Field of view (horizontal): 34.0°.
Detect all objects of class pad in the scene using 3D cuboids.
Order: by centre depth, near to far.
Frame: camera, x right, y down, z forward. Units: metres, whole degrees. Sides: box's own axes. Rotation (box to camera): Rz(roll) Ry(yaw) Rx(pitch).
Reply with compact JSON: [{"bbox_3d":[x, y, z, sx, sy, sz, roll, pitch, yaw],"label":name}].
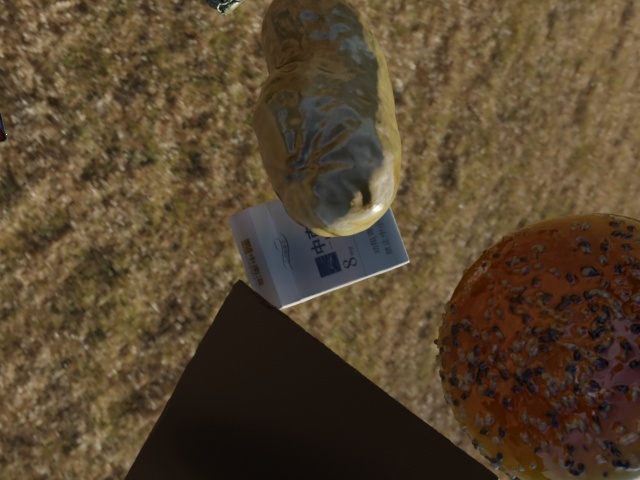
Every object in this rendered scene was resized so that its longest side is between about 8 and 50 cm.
[{"bbox_3d":[-0.036,0.153,0.592,0.005,0.299,0.202,30,90,-32],"label":"pad"}]

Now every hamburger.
[{"bbox_3d":[0.255,0.116,1.030,0.176,0.300,0.300,24,100,-51],"label":"hamburger"}]

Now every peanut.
[{"bbox_3d":[0.000,-0.177,1.366,0.192,0.387,0.169,11,144,-26],"label":"peanut"}]

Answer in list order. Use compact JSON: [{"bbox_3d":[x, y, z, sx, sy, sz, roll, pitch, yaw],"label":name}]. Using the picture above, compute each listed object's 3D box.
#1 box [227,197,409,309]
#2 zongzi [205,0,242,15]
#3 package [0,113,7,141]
[{"bbox_3d":[0.000,0.000,1.533,0.242,0.067,0.155,-17,85,-33],"label":"box"},{"bbox_3d":[-0.097,-0.321,1.149,0.119,0.055,0.109,93,16,-45],"label":"zongzi"},{"bbox_3d":[-0.559,-0.264,1.586,0.030,0.154,0.239,-44,144,-43],"label":"package"}]
